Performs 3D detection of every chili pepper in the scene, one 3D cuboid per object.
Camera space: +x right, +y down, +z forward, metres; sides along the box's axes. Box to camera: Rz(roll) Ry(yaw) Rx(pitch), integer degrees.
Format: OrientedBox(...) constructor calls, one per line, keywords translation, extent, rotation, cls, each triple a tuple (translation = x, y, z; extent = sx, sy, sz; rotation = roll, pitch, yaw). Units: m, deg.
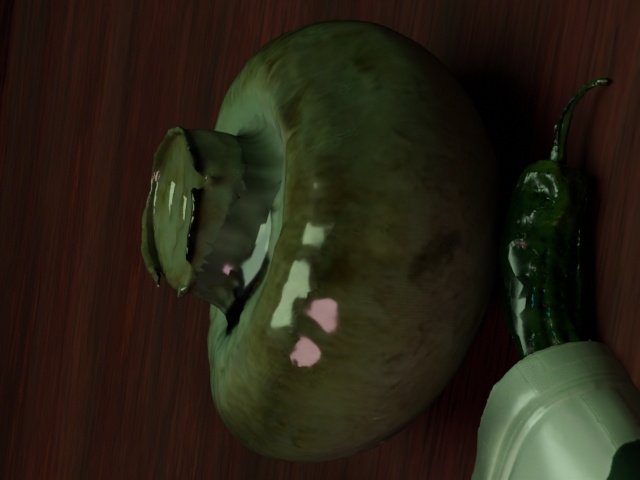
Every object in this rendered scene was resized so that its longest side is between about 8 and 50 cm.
OrientedBox(translation=(0.170, 0.030, 1.030), extent=(0.122, 0.065, 0.279), rotation=(-26, 64, 46), cls="chili pepper")

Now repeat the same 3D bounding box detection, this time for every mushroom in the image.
OrientedBox(translation=(0.000, 0.000, 1.146), extent=(0.352, 0.260, 0.352), rotation=(-172, 90, -70), cls="mushroom")

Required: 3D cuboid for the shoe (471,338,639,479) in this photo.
OrientedBox(translation=(0.151, 0.246, 0.930), extent=(0.160, 0.131, 0.363), rotation=(-121, 33, -45), cls="shoe")
